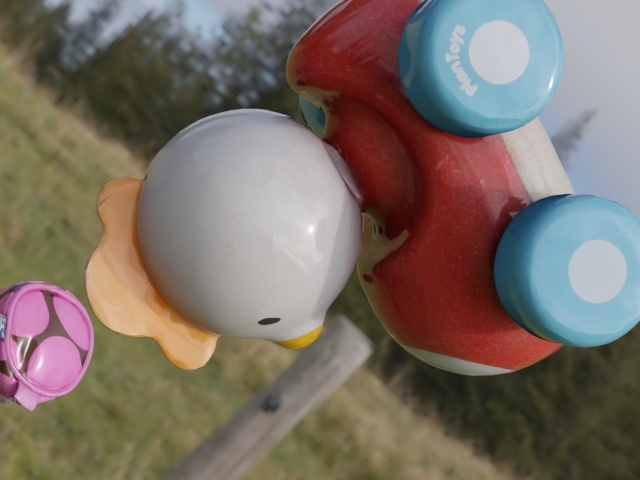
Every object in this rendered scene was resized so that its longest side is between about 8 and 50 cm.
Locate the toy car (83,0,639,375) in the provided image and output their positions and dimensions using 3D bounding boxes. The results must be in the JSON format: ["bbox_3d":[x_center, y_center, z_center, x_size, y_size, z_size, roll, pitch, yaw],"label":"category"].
[{"bbox_3d":[0.000,0.000,0.915,0.210,0.238,0.219,65,-14,-8],"label":"toy car"}]

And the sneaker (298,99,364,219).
[{"bbox_3d":[0.050,-0.080,1.506,0.262,0.125,0.104,18,-27,53],"label":"sneaker"}]

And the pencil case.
[{"bbox_3d":[-0.268,0.091,1.344,0.209,0.098,0.095,-16,-35,39],"label":"pencil case"}]
